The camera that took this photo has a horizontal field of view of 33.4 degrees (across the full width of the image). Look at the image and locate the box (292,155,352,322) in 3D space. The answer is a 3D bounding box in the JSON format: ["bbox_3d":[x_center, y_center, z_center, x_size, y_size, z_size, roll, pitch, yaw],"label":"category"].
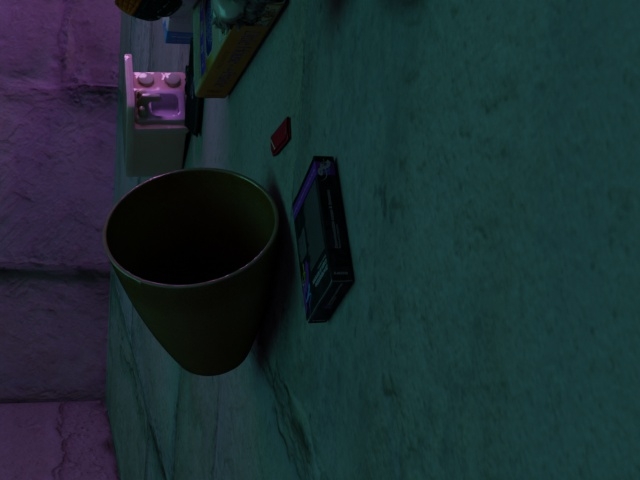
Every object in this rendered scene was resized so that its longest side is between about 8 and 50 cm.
[{"bbox_3d":[0.000,0.000,1.236,0.116,0.029,0.162,118,149,-59],"label":"box"}]

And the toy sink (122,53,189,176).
[{"bbox_3d":[-0.344,-0.261,2.225,0.234,0.131,0.153,107,157,-56],"label":"toy sink"}]

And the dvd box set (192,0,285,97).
[{"bbox_3d":[-0.135,-0.429,1.650,0.420,0.062,0.308,145,124,-70],"label":"dvd box set"}]

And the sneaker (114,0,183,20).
[{"bbox_3d":[-0.230,-0.451,1.651,0.262,0.099,0.121,-39,37,39],"label":"sneaker"}]

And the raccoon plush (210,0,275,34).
[{"bbox_3d":[-0.051,-0.441,1.286,0.299,0.216,0.446,65,-147,-15],"label":"raccoon plush"}]

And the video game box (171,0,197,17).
[{"bbox_3d":[-0.231,-0.486,1.789,0.205,0.048,0.187,-177,90,-74],"label":"video game box"}]

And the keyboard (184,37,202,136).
[{"bbox_3d":[-0.245,-0.303,2.086,0.108,0.023,0.180,-135,48,-59],"label":"keyboard"}]

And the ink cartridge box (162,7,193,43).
[{"bbox_3d":[-0.271,-0.488,2.105,0.181,0.061,0.104,112,152,-52],"label":"ink cartridge box"}]

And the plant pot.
[{"bbox_3d":[-0.169,0.066,1.517,0.254,0.237,0.237,87,171,-45],"label":"plant pot"}]

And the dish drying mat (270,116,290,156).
[{"bbox_3d":[-0.055,-0.142,1.462,0.083,0.008,0.032,142,128,-69],"label":"dish drying mat"}]
